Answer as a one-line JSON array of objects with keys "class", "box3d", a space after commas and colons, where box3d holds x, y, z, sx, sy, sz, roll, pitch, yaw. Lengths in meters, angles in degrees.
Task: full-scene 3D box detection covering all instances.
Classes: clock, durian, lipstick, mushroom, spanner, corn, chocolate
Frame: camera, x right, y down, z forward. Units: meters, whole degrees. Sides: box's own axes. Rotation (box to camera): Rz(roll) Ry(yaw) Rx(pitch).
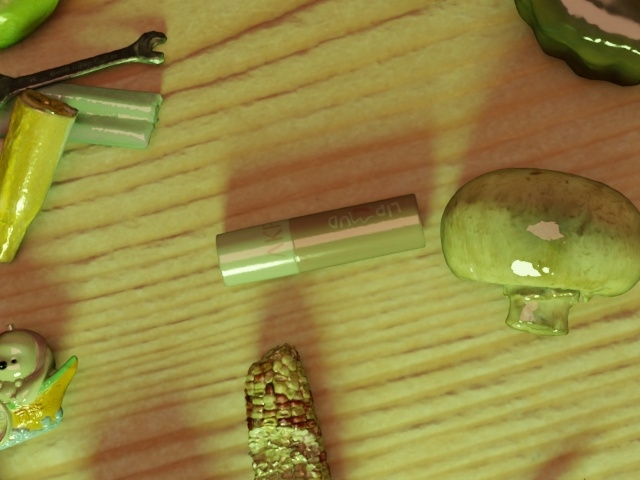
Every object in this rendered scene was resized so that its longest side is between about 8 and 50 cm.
[{"class": "clock", "box3d": [-0.409, 0.189, 1.675, 0.231, 0.103, 0.144, -20, 92, 3]}, {"class": "durian", "box3d": [-0.431, -0.315, 1.725, 0.250, 0.101, 0.139, -10, 82, 6]}, {"class": "lipstick", "box3d": [0.000, 0.000, 1.679, 0.254, 0.070, 0.070, -12, 84, 3]}, {"class": "mushroom", "box3d": [0.263, 0.011, 1.602, 0.253, 0.189, 0.195, 7, 84, 13]}, {"class": "spanner", "box3d": [-0.316, -0.219, 1.724, 0.254, 0.015, 0.054, -17, 60, -9]}, {"class": "corn", "box3d": [-0.036, 0.271, 1.643, 0.098, 0.098, 0.290, -11, 84, 3]}, {"class": "chocolate", "box3d": [-0.377, -0.076, 1.694, 0.085, 0.085, 0.219, 25, 105, 6]}]

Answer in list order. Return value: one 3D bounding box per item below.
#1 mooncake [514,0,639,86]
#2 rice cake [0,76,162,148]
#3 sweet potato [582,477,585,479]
[{"class": "mooncake", "box3d": [0.384, -0.348, 1.629, 0.324, 0.187, 0.324, 0, 83, 2]}, {"class": "rice cake", "box3d": [-0.316, -0.163, 1.733, 0.221, 0.042, 0.080, 6, 80, 5]}, {"class": "sweet potato", "box3d": [0.247, 0.352, 1.633, 0.195, 0.056, 0.056, -45, 83, 8]}]
